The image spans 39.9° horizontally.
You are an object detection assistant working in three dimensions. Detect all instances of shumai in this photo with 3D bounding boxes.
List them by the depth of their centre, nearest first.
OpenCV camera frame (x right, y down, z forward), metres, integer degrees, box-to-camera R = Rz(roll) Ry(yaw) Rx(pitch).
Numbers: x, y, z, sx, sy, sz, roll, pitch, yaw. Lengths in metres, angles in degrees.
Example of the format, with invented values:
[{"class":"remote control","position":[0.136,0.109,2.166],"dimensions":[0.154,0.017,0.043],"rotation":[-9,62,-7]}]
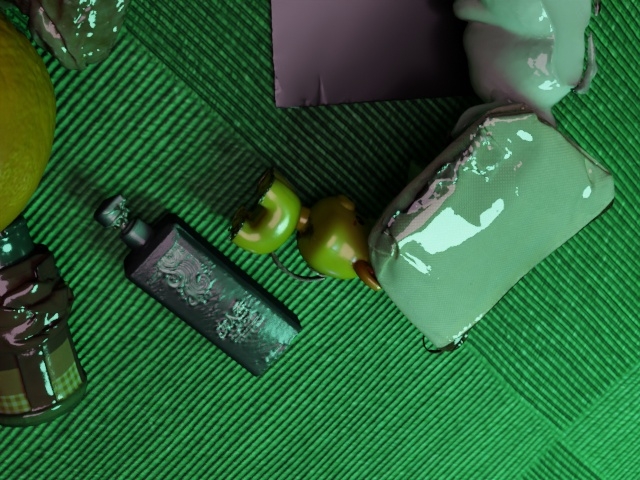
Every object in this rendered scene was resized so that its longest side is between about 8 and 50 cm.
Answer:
[{"class":"shumai","position":[-0.285,-0.309,0.921],"dimensions":[0.185,0.184,0.218],"rotation":[16,123,-21]}]

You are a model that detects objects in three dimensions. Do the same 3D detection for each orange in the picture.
[{"class":"orange","position":[-0.416,-0.126,0.869],"dimensions":[0.312,0.312,0.312],"rotation":[-5,111,-12]}]

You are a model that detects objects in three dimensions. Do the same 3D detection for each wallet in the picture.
[{"class":"wallet","position":[0.206,-0.015,1.113],"dimensions":[0.335,0.068,0.275],"rotation":[-42,131,7]}]

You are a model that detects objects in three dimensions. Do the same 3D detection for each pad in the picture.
[{"class":"pad","position":[0.084,-0.276,1.128],"dimensions":[0.300,0.005,0.202],"rotation":[-7,112,-12]}]

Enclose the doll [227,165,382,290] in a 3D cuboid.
[{"class":"doll","position":[0.000,0.000,1.145],"dimensions":[0.221,0.143,0.135],"rotation":[30,101,-16]}]

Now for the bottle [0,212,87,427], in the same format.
[{"class":"bottle","position":[-0.377,0.084,1.080],"dimensions":[0.156,0.143,0.271],"rotation":[6,118,25]}]

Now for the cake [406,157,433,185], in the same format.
[{"class":"cake","position":[0.230,-0.073,1.189],"dimensions":[0.235,0.100,0.099],"rotation":[-13,114,-9]}]

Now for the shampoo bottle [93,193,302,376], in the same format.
[{"class":"shampoo bottle","position":[-0.167,0.052,1.155],"dimensions":[0.098,0.071,0.309],"rotation":[-45,112,8]}]

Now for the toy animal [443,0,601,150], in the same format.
[{"class":"toy animal","position":[0.242,-0.250,1.083],"dimensions":[0.208,0.154,0.325],"rotation":[5,98,-37]}]
